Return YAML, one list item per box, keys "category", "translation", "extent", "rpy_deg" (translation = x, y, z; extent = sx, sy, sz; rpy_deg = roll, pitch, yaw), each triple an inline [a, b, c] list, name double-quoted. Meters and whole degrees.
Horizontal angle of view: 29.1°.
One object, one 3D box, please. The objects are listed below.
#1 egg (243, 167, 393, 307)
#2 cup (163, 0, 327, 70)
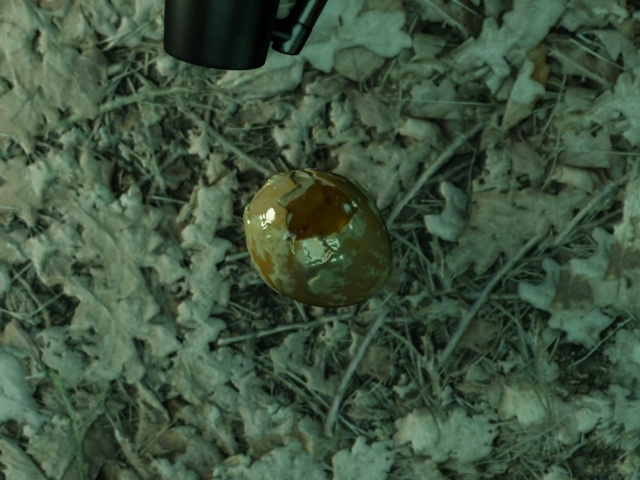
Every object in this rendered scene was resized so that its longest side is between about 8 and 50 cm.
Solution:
- category: "egg"
  translation: [0.000, 0.000, 1.751]
  extent: [0.233, 0.195, 0.195]
  rpy_deg: [36, 102, -12]
- category: "cup"
  translation: [-0.093, -0.326, 1.646]
  extent: [0.239, 0.166, 0.177]
  rpy_deg: [7, 111, -7]
